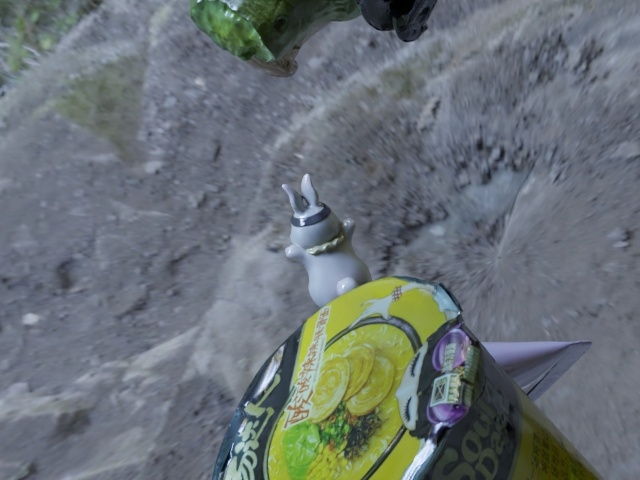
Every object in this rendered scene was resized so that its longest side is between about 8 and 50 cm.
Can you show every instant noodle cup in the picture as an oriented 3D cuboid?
[{"bbox_3d":[0.081,0.167,0.901,0.236,0.215,0.215,38,95,-28],"label":"instant noodle cup"}]

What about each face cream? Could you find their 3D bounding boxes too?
[{"bbox_3d":[0.084,0.132,1.145,0.154,0.274,0.096,-56,49,39],"label":"face cream"}]

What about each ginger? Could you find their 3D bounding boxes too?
[{"bbox_3d":[0.011,-0.255,1.233,0.290,0.137,0.089,-31,129,-17],"label":"ginger"}]

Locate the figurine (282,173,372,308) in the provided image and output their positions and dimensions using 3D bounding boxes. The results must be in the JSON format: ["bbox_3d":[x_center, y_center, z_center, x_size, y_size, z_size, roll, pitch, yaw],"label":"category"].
[{"bbox_3d":[-0.009,0.005,1.578,0.081,0.098,0.146,-27,88,-30],"label":"figurine"}]

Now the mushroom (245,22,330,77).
[{"bbox_3d":[0.030,-0.391,1.859,0.407,0.137,0.154,-53,50,13],"label":"mushroom"}]

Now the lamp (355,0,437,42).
[{"bbox_3d":[0.056,-0.166,0.565,0.227,0.172,0.147,-21,56,5],"label":"lamp"}]
